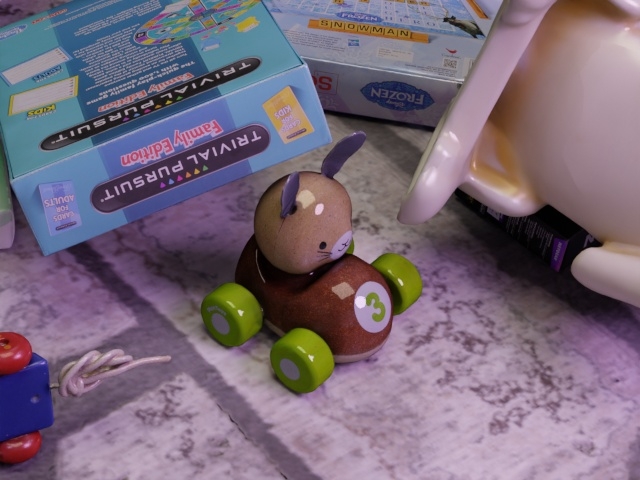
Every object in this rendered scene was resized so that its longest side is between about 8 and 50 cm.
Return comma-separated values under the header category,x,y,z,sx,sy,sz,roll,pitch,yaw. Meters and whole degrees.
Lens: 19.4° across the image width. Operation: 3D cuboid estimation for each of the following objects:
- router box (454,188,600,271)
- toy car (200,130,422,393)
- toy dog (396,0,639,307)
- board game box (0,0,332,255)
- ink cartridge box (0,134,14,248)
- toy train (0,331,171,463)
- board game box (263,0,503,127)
category,x,y,z,sx,sy,sz,roll,pitch,yaw
router box,0.234,-0.059,1.754,0.179,0.046,0.133,-30,56,-34
toy car,0.000,0.000,1.550,0.149,0.188,0.155,31,48,24
toy dog,0.314,-0.069,1.607,0.408,0.284,0.395,28,17,2
board game box,-0.156,-0.134,1.633,0.254,0.079,0.336,-22,30,-4
ink cartridge box,-0.392,-0.059,1.658,0.225,0.056,0.181,-4,43,-15
toy train,-0.260,0.098,1.483,0.248,0.105,0.143,-15,34,-23
board game box,0.062,-0.245,1.915,0.319,0.066,0.318,10,42,3
